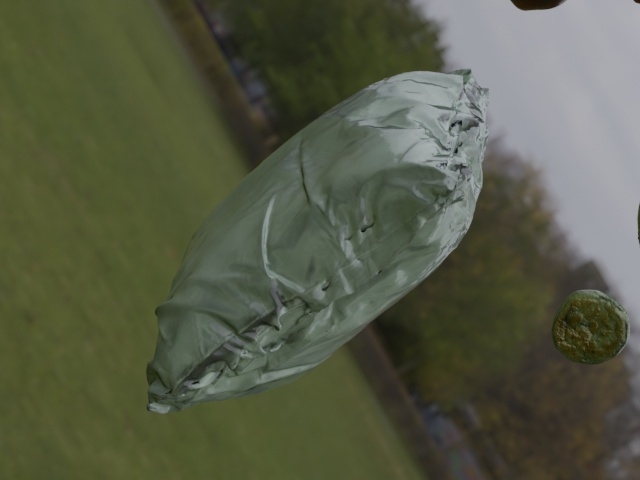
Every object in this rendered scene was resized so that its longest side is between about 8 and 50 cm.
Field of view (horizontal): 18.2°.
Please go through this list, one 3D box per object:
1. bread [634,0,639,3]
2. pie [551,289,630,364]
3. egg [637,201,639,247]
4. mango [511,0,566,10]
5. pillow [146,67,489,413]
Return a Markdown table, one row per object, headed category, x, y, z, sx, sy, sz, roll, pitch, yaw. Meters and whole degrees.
| category | x | y | z | sx | sy | sz | roll | pitch | yaw |
| --- | --- | --- | --- | --- | --- | --- | --- | --- | --- |
| bread | 0.353 | -0.305 | 2.035 | 0.095 | 0.268 | 0.139 | -10 | 107 | -82 |
| pie | 0.280 | 0.092 | 2.070 | 0.084 | 0.084 | 0.021 | 60 | 19 | -7 |
| egg | 0.444 | -0.044 | 2.196 | 0.169 | 0.236 | 0.169 | 27 | 16 | -8 |
| mango | 0.327 | -0.410 | 2.600 | 0.133 | 0.267 | 0.111 | 32 | 25 | -12 |
| pillow | 0.000 | 0.000 | 1.514 | 0.138 | 0.310 | 0.283 | 49 | 14 | -10 |
